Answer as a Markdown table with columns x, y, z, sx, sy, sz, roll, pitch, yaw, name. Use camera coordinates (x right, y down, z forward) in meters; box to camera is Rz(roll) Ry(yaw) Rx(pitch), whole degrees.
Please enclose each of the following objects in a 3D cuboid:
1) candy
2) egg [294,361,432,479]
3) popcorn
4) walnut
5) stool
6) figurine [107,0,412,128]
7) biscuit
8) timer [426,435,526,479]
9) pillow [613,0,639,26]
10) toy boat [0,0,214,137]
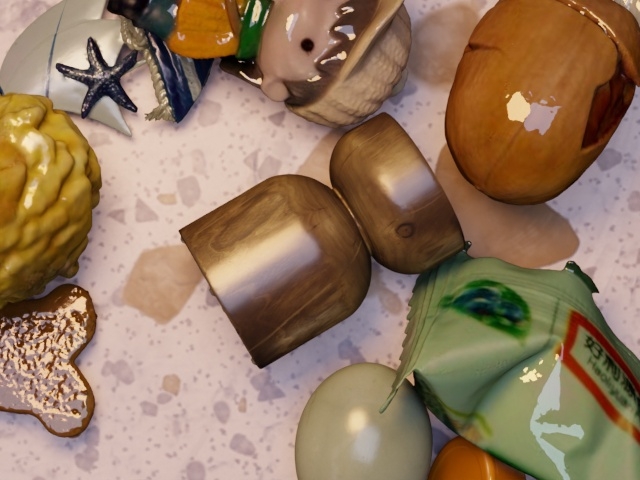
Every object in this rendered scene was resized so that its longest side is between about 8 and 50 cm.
| x | y | z | sx | sy | sz | roll | pitch | yaw | name |
| --- | --- | --- | --- | --- | --- | --- | --- | --- | --- |
| 0.264 | 0.182 | 1.550 | 0.398 | 0.263 | 0.172 | 37 | 126 | -4 | candy |
| 0.046 | 0.228 | 1.578 | 0.149 | 0.149 | 0.192 | 7 | 94 | -2 | egg |
| -0.356 | -0.048 | 1.543 | 0.225 | 0.249 | 0.249 | 39 | 84 | 31 | popcorn |
| 0.245 | -0.177 | 1.603 | 0.203 | 0.203 | 0.298 | 25 | 67 | 0 | walnut |
| 0.000 | 0.000 | 1.582 | 0.264 | 0.179 | 0.179 | -30 | 87 | -4 | stool |
| -0.059 | -0.244 | 1.590 | 0.332 | 0.204 | 0.185 | 16 | 80 | 3 | figurine |
| -0.398 | 0.121 | 1.621 | 0.301 | 0.049 | 0.197 | 4 | 76 | -3 | biscuit |
| 0.211 | 0.293 | 1.610 | 0.152 | 0.132 | 0.132 | 16 | 84 | -26 | timer |
| 0.426 | -0.237 | 1.682 | 0.128 | 0.051 | 0.229 | -24 | 85 | -4 | pillow |
| -0.250 | -0.187 | 1.648 | 0.210 | 0.070 | 0.291 | 39 | 88 | 6 | toy boat |
